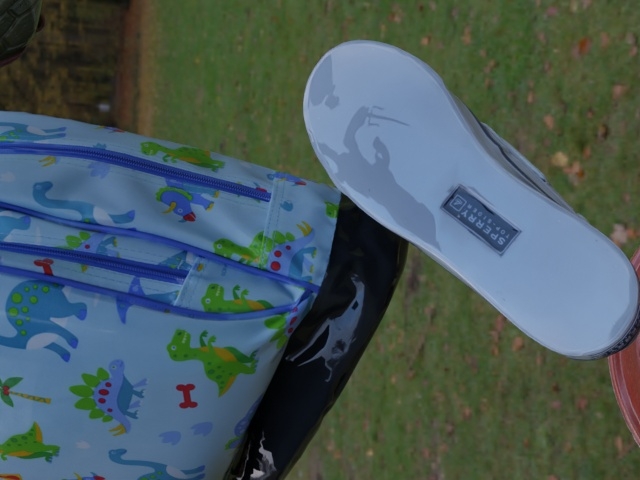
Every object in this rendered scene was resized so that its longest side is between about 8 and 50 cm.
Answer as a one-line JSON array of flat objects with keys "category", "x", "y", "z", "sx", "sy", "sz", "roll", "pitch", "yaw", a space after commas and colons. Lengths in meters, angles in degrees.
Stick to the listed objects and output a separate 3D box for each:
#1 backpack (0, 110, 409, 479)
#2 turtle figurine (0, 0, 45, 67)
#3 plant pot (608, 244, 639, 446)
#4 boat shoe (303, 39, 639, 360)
[{"category": "backpack", "x": -0.160, "y": 0.052, "z": 0.655, "sx": 0.290, "sy": 0.355, "sz": 0.273, "roll": -62, "pitch": 1, "yaw": 41}, {"category": "turtle figurine", "x": -0.194, "y": -0.129, "z": 0.455, "sx": 0.234, "sy": 0.118, "sz": 0.175, "roll": -25, "pitch": 17, "yaw": 51}, {"category": "plant pot", "x": 0.321, "y": 0.051, "z": 0.551, "sx": 0.265, "sy": 0.272, "sz": 0.272, "roll": 46, "pitch": -138, "yaw": -72}, {"category": "boat shoe", "x": 0.088, "y": -0.022, "z": 0.571, "sx": 0.258, "sy": 0.095, "sz": 0.084, "roll": 51, "pitch": -169, "yaw": 25}]
